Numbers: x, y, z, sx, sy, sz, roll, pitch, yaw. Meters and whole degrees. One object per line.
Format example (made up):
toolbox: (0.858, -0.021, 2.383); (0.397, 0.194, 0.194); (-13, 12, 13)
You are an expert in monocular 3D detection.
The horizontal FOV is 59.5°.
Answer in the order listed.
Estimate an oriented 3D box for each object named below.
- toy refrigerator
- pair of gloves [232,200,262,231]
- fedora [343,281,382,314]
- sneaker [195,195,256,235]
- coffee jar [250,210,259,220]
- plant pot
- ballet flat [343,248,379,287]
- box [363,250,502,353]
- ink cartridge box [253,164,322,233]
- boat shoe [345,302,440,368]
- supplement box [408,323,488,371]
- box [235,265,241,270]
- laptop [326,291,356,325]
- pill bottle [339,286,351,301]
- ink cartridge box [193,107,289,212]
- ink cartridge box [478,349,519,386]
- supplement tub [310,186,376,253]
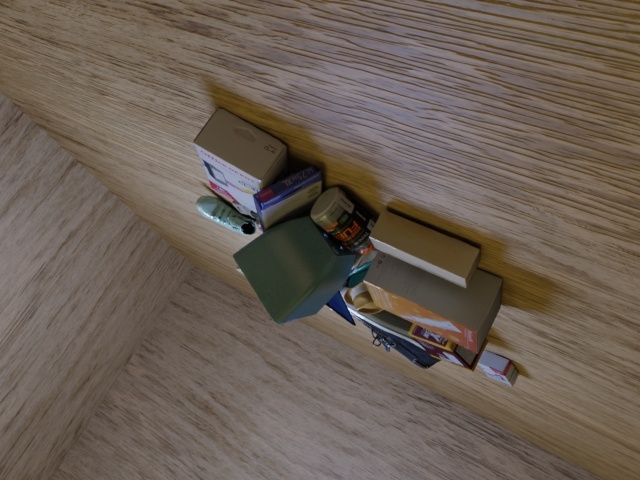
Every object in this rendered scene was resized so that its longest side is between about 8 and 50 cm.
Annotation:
toy refrigerator: (0.272, 0.018, 1.452); (0.269, 0.094, 0.102); (25, 170, 23)
pair of gloves: (-0.211, -0.072, 2.149); (0.204, 0.042, 0.240); (18, 158, 48)
fedora: (0.185, 0.219, 2.070); (0.194, 0.079, 0.194); (-4, 143, -3)
sneaker: (-0.369, -0.101, 2.246); (0.255, 0.094, 0.151); (30, 173, -33)
coffee jar: (-0.156, -0.067, 1.991); (0.184, 0.079, 0.096); (41, 166, -31)
plant pot: (-0.048, 0.059, 1.634); (0.247, 0.252, 0.247); (55, -158, 16)
ballet flat: (0.104, 0.063, 1.838); (0.147, 0.147, 0.409); (31, 163, 3)
box: (0.325, 0.152, 1.607); (0.345, 0.168, 0.215); (23, 162, 26)
ink cartridge box: (-0.088, -0.107, 1.565); (0.065, 0.185, 0.311); (60, 170, 13)
boat shoe: (0.280, 0.359, 2.244); (0.500, 0.156, 0.187); (30, -152, -5)
supplement box: (0.461, 0.351, 2.024); (0.191, 0.129, 0.194); (13, 156, 48)
box: (-0.276, 0.160, 2.822); (0.213, 0.117, 0.243); (39, 163, -23)
laptop: (0.051, 0.116, 1.881); (0.136, 0.265, 0.234); (2, -153, -17)
pill bottle: (-0.010, 0.126, 2.101); (0.301, 0.169, 0.169); (26, 169, -30)
ink cartridge box: (-0.214, -0.207, 1.591); (0.226, 0.131, 0.306); (30, 166, 9)
ink cartridge box: (0.687, 0.494, 2.159); (0.109, 0.063, 0.150); (16, 158, 42)
supplement tub: (0.076, -0.051, 1.551); (0.190, 0.117, 0.117); (38, 163, -23)
